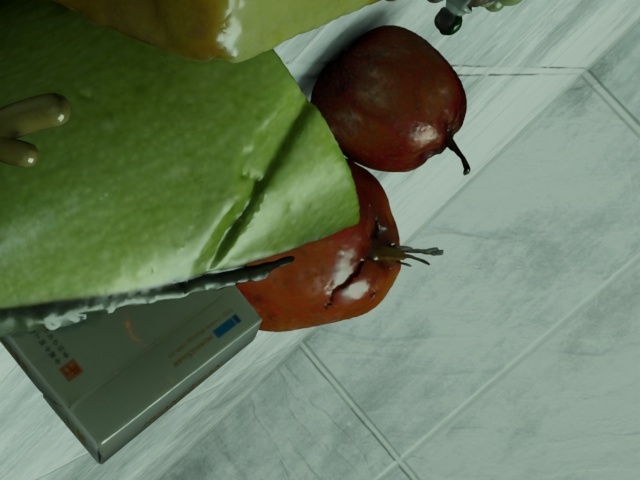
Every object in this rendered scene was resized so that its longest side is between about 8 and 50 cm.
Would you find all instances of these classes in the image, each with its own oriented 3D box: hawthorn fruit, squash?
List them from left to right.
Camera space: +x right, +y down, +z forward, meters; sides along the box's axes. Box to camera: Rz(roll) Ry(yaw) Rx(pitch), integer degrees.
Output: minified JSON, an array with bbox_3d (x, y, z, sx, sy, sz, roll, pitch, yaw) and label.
[{"bbox_3d":[-0.176,-0.019,0.668,0.309,0.233,0.210,-39,127,-14],"label":"squash"},{"bbox_3d":[0.000,0.000,1.248,0.299,0.211,0.211,5,-169,28],"label":"hawthorn fruit"},{"bbox_3d":[0.090,-0.138,1.248,0.157,0.194,0.157,-49,168,-14],"label":"hawthorn fruit"}]

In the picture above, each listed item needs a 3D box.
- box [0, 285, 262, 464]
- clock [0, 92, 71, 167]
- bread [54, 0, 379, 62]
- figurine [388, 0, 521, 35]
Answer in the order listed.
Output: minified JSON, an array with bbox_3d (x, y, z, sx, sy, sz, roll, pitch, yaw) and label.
[{"bbox_3d":[-0.172,0.023,0.834,0.149,0.233,0.067,-37,169,-19],"label":"box"},{"bbox_3d":[-0.259,0.007,0.498,0.308,0.235,0.096,-45,153,-8],"label":"clock"},{"bbox_3d":[-0.038,-0.292,0.508,0.233,0.245,0.362,-31,136,-39],"label":"bread"},{"bbox_3d":[0.144,-0.270,1.159,0.197,0.093,0.147,-30,155,-45],"label":"figurine"}]
